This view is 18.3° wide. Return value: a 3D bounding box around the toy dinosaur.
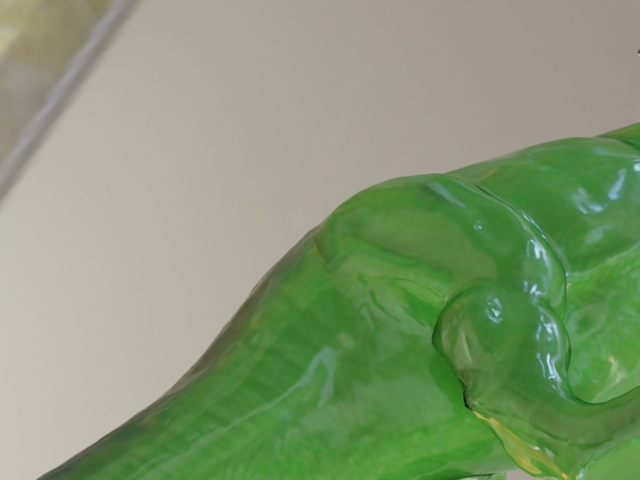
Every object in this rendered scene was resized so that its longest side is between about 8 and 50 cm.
[{"bbox_3d":[0.000,0.000,0.764,0.500,0.144,0.374,2,-142,3],"label":"toy dinosaur"}]
